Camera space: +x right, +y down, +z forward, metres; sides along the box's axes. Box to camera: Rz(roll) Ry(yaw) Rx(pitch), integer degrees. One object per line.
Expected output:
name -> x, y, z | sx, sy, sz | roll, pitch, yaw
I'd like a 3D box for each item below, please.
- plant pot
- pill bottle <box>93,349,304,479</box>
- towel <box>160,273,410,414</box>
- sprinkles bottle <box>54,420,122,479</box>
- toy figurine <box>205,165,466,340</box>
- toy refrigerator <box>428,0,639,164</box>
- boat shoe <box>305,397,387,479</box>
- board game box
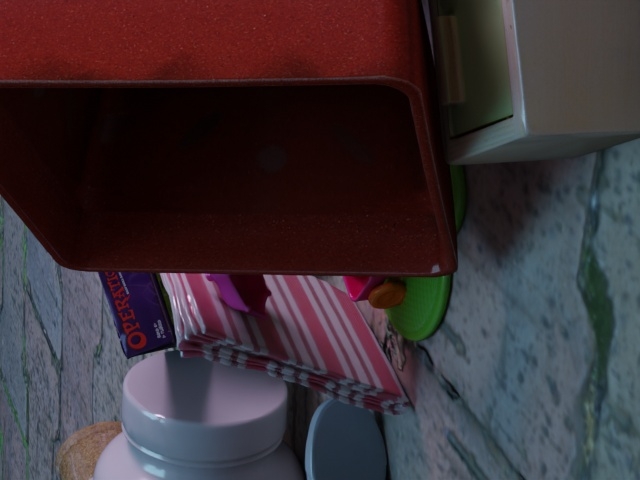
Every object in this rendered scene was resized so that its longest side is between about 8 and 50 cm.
plant pot -> -0.055, -0.136, 0.952 | 0.267, 0.267, 0.235 | 67, -155, -66
pill bottle -> -0.111, 0.275, 1.397 | 0.188, 0.188, 0.333 | -132, 43, -59
towel -> -0.034, 0.060, 1.162 | 0.029, 0.197, 0.144 | -55, 33, 21
sprinkles bottle -> -0.208, 0.355, 1.764 | 0.355, 0.121, 0.121 | -121, 34, -51
toy figurine -> 0.000, 0.000, 1.094 | 0.173, 0.159, 0.130 | 114, 146, -50
toy refrigerator -> 0.109, -0.183, 0.864 | 0.102, 0.094, 0.269 | 165, 100, -69
boat shoe -> 0.012, 0.215, 1.232 | 0.083, 0.065, 0.183 | 160, 104, -67
board game box -> -0.152, -0.005, 1.400 | 0.347, 0.056, 0.208 | 22, -127, -85
